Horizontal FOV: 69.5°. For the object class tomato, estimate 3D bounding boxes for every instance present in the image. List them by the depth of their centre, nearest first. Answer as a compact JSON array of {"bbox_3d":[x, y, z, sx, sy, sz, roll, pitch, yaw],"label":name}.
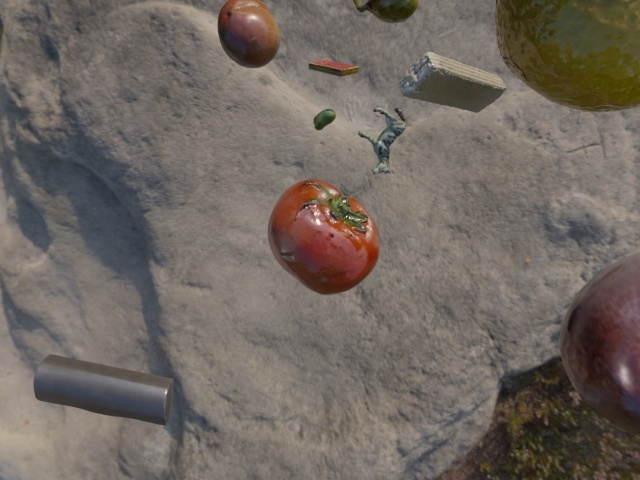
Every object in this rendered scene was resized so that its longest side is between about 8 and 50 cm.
[{"bbox_3d":[0.000,0.000,1.328,0.341,0.341,0.273,37,120,-5],"label":"tomato"}]

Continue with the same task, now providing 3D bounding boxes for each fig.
[{"bbox_3d":[0.196,-0.724,1.378,0.186,0.142,0.148,-15,85,9],"label":"fig"}]

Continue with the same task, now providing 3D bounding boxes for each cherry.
[{"bbox_3d":[0.396,0.105,0.524,0.239,0.239,0.206,-40,86,10],"label":"cherry"}]

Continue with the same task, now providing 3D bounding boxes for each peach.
[{"bbox_3d":[-0.280,-0.799,1.770,0.252,0.252,0.253,1,102,3],"label":"peach"}]

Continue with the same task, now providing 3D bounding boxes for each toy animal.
[{"bbox_3d":[0.224,-0.387,1.768,0.169,0.090,0.255,10,119,-19],"label":"toy animal"}]

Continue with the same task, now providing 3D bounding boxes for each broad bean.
[{"bbox_3d":[0.012,-0.392,1.486,0.083,0.063,0.045,-32,59,21],"label":"broad bean"}]

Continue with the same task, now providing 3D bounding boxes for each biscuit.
[{"bbox_3d":[0.433,-0.500,1.492,0.144,0.425,0.079,-39,63,43],"label":"biscuit"}]

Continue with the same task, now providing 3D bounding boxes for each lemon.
[{"bbox_3d":[0.279,-0.221,0.446,0.256,0.188,0.188,12,103,-17],"label":"lemon"}]

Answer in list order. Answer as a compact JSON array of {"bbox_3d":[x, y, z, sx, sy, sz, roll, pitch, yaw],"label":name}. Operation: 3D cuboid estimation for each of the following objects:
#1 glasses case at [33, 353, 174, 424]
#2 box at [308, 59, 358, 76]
[{"bbox_3d":[-0.312,0.220,0.670,0.190,0.042,0.072,13,116,-3],"label":"glasses case"},{"bbox_3d":[0.041,-0.534,1.428,0.133,0.090,0.023,27,126,33],"label":"box"}]
